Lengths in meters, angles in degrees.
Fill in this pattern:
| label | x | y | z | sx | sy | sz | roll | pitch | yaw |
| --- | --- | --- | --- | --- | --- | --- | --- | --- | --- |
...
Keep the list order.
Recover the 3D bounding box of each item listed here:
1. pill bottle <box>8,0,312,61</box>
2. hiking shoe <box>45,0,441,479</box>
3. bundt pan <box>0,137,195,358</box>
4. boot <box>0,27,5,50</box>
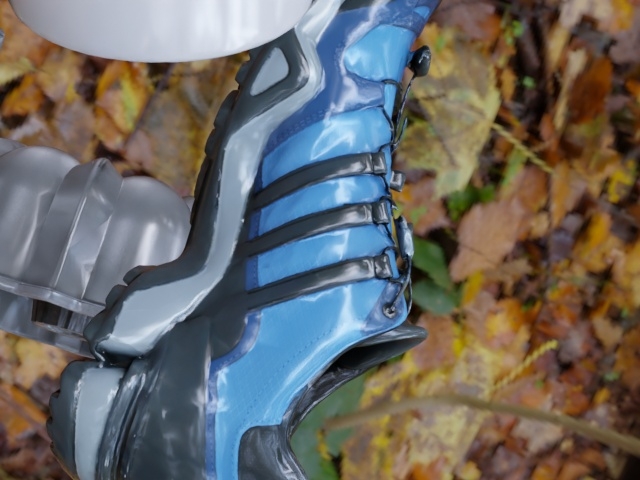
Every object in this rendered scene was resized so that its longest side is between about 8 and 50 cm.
| label | x | y | z | sx | sy | sz | roll | pitch | yaw |
| --- | --- | --- | --- | --- | --- | --- | --- | --- | --- |
| pill bottle | -0.047 | -0.180 | 0.324 | 0.136 | 0.136 | 0.246 | -35 | 141 | -39 |
| hiking shoe | 0.000 | 0.000 | 0.575 | 0.304 | 0.132 | 0.113 | -62 | 173 | -12 |
| bundt pan | -0.186 | 0.016 | 0.966 | 0.331 | 0.330 | 0.124 | 37 | 66 | -58 |
| boot | -0.476 | 0.004 | 1.169 | 0.445 | 0.146 | 0.367 | -67 | 166 | 19 |
